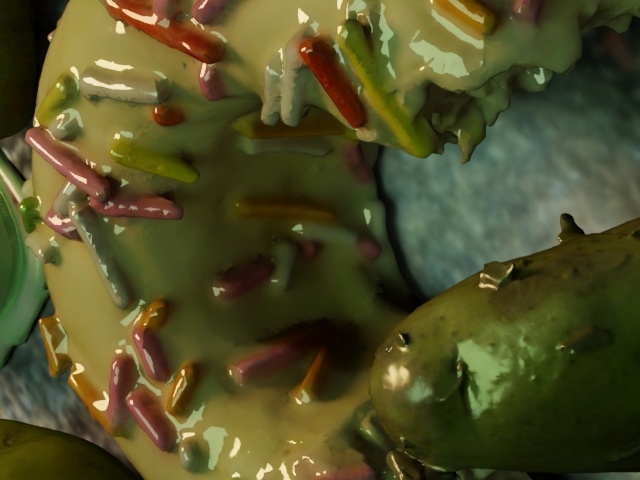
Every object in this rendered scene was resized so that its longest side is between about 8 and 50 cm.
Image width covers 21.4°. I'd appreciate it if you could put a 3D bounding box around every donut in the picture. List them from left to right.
[{"bbox_3d":[-0.005,-0.010,0.751,0.307,0.150,0.371,25,122,34],"label":"donut"}]

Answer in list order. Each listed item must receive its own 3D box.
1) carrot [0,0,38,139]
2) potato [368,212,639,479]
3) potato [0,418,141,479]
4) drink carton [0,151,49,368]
[{"bbox_3d":[-0.194,-0.226,0.899,0.074,0.074,0.358,17,115,38],"label":"carrot"},{"bbox_3d":[0.125,0.035,0.611,0.090,0.226,0.117,-116,21,-43],"label":"potato"},{"bbox_3d":[-0.159,0.255,0.960,0.216,0.216,0.304,11,115,40],"label":"potato"},{"bbox_3d":[-0.263,0.013,1.005,0.146,0.142,0.144,51,132,18],"label":"drink carton"}]
